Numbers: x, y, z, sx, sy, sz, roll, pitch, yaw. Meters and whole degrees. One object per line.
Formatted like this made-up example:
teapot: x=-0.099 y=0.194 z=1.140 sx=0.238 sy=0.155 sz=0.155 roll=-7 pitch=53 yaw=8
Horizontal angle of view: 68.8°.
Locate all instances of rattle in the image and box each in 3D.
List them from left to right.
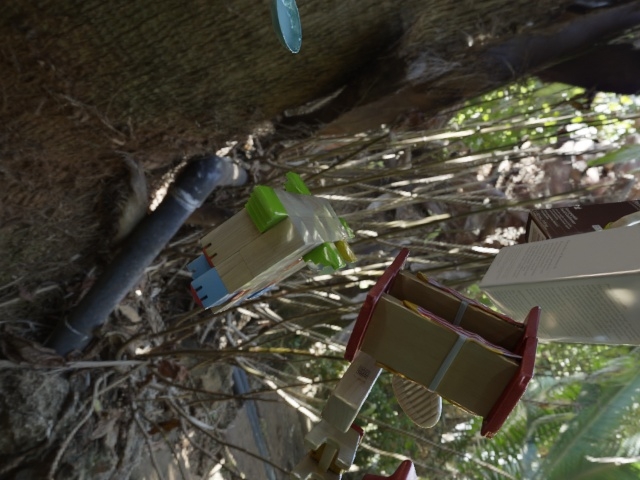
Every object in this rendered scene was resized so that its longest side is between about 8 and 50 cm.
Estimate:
rattle: x=0.912 y=-0.015 z=1.314 sx=0.143 sy=0.199 sz=0.130 roll=62 pitch=-36 yaw=39

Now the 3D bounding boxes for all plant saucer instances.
plant saucer: x=-0.067 y=-0.415 z=0.880 sx=0.119 sy=0.021 sz=0.119 roll=-4 pitch=90 yaw=-72

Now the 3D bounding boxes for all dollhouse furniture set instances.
dollhouse furniture set: x=0.119 y=0.224 z=0.654 sx=0.152 sy=0.201 sz=0.374 roll=-38 pitch=151 yaw=-57

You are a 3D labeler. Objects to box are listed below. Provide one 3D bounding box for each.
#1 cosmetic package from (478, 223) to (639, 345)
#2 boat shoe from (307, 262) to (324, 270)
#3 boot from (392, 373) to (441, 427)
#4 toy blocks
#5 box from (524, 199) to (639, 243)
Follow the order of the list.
cosmetic package: x=0.640 y=0.115 z=1.114 sx=0.230 sy=0.161 sz=0.453 roll=46 pitch=-25 yaw=-14
boat shoe: x=0.000 y=0.000 z=1.226 sx=0.183 sy=0.065 sz=0.083 roll=109 pitch=-8 yaw=-55
boot: x=0.203 y=0.282 z=0.989 sx=0.207 sy=0.090 sz=0.248 roll=53 pitch=15 yaw=-52
toy blocks: x=-0.109 y=0.028 z=0.833 sx=0.191 sy=0.261 sz=0.381 roll=59 pitch=15 yaw=7
box: x=0.924 y=-0.021 z=1.583 sx=0.191 sy=0.381 sz=0.143 roll=-90 pitch=175 yaw=-58
